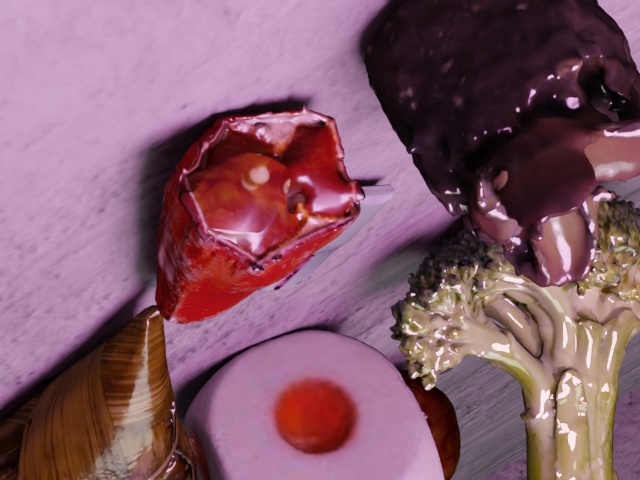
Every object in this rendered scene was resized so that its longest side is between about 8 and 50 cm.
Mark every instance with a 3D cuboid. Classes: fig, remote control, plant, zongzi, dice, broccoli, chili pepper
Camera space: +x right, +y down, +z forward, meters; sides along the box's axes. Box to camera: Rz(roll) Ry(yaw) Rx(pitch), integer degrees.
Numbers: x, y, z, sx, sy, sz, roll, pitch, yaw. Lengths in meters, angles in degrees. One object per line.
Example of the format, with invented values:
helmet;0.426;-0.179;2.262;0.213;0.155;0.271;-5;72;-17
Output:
fig;0.099;0.292;1.678;0.191;0.190;0.290;-23;174;-16
remote control;0.000;0.000;1.073;0.065;0.029;0.166;-7;150;-46
plant;0.149;-0.087;0.806;0.178;0.234;0.204;-37;152;4
zongzi;-0.257;0.184;1.057;0.286;0.134;0.288;-16;142;-20
dice;-0.012;0.276;1.283;0.243;0.259;0.251;-17;135;-20
broccoli;0.295;0.127;1.271;0.353;0.397;0.275;-34;-177;0
chili pepper;-0.067;-0.004;0.905;0.144;0.136;0.252;-69;-170;-27
